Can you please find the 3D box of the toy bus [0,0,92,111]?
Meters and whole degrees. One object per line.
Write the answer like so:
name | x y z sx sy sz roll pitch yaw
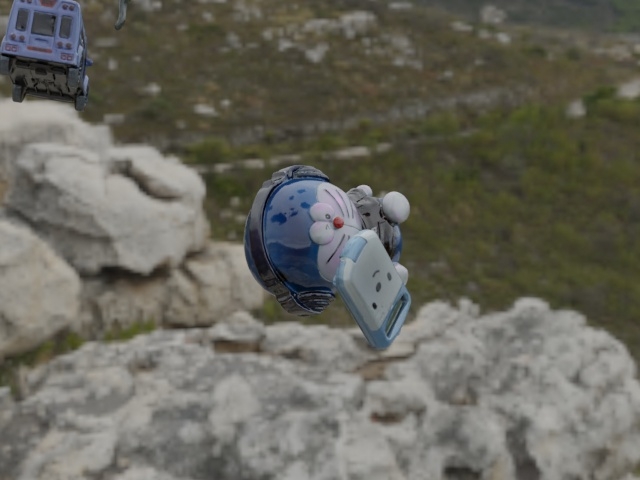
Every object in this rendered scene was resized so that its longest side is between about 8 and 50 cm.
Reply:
toy bus | -0.433 -0.297 1.933 0.126 0.133 0.292 9 -7 -7

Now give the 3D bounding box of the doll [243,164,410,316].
doll | 0.000 0.000 2.261 0.310 0.284 0.240 2 -13 -44

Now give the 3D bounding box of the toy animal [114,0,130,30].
toy animal | -0.237 -0.443 1.754 0.082 0.269 0.137 15 42 -43

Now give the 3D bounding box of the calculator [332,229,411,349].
calculator | 0.084 0.079 1.913 0.039 0.210 0.121 2 46 37
